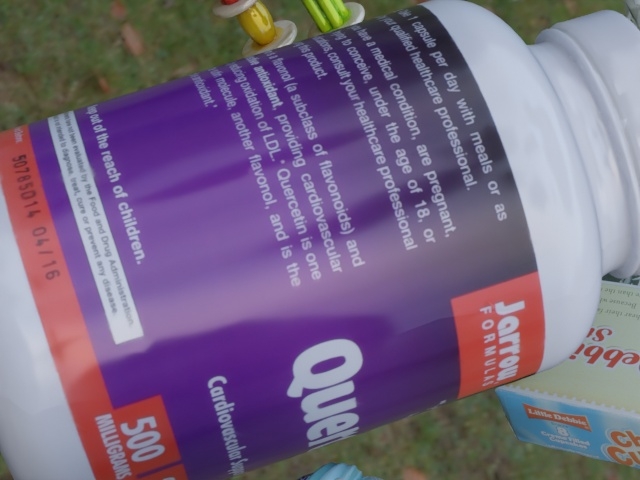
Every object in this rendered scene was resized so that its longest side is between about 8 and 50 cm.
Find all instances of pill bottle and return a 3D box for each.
[{"bbox_3d":[0.000,0.000,0.721,0.323,0.181,0.181,-18,86,-6],"label":"pill bottle"}]

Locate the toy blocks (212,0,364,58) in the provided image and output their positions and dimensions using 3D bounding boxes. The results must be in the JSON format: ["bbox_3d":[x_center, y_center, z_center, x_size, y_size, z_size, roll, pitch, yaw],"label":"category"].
[{"bbox_3d":[-0.048,-0.223,1.277,0.148,0.123,0.054,55,40,-32],"label":"toy blocks"}]

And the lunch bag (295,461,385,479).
[{"bbox_3d":[-0.022,0.218,0.546,0.108,0.279,0.224,24,14,12],"label":"lunch bag"}]

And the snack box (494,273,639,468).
[{"bbox_3d":[0.274,0.049,0.836,0.187,0.322,0.060,-61,143,-28],"label":"snack box"}]

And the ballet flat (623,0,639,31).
[{"bbox_3d":[0.146,-0.270,0.898,0.147,0.147,0.409,19,41,-42],"label":"ballet flat"}]
